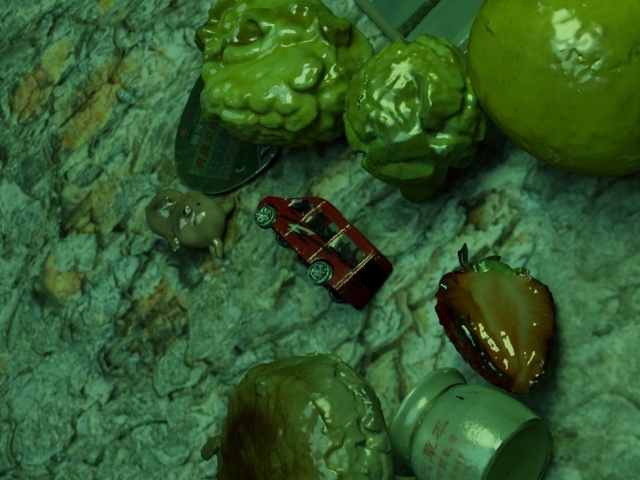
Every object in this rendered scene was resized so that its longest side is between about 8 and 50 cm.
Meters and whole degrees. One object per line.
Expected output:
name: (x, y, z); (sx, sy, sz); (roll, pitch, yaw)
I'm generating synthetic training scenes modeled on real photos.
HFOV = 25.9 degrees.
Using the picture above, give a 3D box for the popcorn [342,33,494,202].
popcorn: (0.120, -0.145, 1.723); (0.198, 0.212, 0.198); (-14, 39, 12)

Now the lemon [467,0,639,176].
lemon: (0.300, -0.204, 1.578); (0.260, 0.260, 0.284); (-34, 63, 19)

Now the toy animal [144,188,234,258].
toy animal: (-0.187, -0.034, 1.940); (0.150, 0.089, 0.083); (20, 107, 32)

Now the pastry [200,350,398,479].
pastry: (-0.020, 0.276, 1.623); (0.330, 0.136, 0.329); (178, 90, -64)

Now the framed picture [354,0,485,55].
framed picture: (0.195, -0.366, 1.836); (0.289, 0.016, 0.213); (-45, 56, 12)

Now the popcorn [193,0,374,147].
popcorn: (-0.067, -0.230, 1.847); (0.225, 0.173, 0.286); (-45, 56, -5)

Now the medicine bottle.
medicine bottle: (0.166, 0.233, 1.581); (0.143, 0.147, 0.147); (27, 90, 36)

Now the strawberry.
strawberry: (0.205, 0.098, 1.632); (0.140, 0.085, 0.192); (-31, 65, -29)

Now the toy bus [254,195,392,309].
toy bus: (0.000, 0.000, 1.806); (0.089, 0.081, 0.195); (-46, 56, 1)

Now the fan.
fan: (-0.090, -0.187, 1.964); (0.294, 0.012, 0.223); (-19, 63, 26)
